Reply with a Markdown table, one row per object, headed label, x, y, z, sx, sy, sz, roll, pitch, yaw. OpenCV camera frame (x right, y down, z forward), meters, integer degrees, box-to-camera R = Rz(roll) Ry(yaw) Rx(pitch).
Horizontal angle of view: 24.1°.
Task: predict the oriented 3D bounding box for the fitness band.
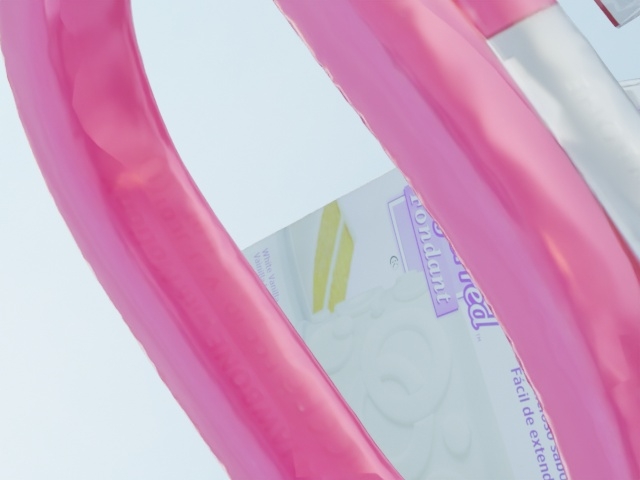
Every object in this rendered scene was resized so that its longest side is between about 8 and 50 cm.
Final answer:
| label | x | y | z | sx | sy | sz | roll | pitch | yaw |
| --- | --- | --- | --- | --- | --- | --- | --- | --- | --- |
| fitness band | 0.000 | 0.000 | 0.418 | 0.291 | 0.054 | 0.209 | 55 | -33 | 12 |

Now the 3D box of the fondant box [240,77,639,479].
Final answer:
| label | x | y | z | sx | sy | sz | roll | pitch | yaw |
| --- | --- | --- | --- | --- | --- | --- | --- | --- | --- |
| fondant box | 0.090 | 0.071 | 0.902 | 0.330 | 0.096 | 0.238 | -26 | -104 | 52 |

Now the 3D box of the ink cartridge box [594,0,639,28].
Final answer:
| label | x | y | z | sx | sy | sz | roll | pitch | yaw |
| --- | --- | --- | --- | --- | --- | --- | --- | --- | --- |
| ink cartridge box | 0.181 | -0.193 | 0.916 | 0.056 | 0.135 | 0.099 | -38 | -88 | 25 |
